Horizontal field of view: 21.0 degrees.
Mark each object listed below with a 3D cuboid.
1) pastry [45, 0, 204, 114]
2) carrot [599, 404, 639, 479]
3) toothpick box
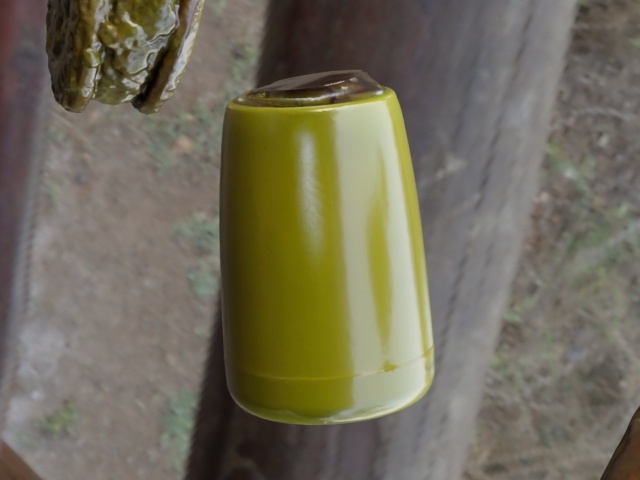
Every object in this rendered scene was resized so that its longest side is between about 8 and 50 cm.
[{"bbox_3d":[-0.083,-0.102,0.728,0.057,0.109,0.097,3,74,-18],"label":"pastry"},{"bbox_3d":[0.190,0.072,0.673,0.302,0.139,0.138,-61,139,-26],"label":"carrot"},{"bbox_3d":[0.000,0.000,1.417,0.175,0.175,0.271,-13,105,-35],"label":"toothpick box"}]
